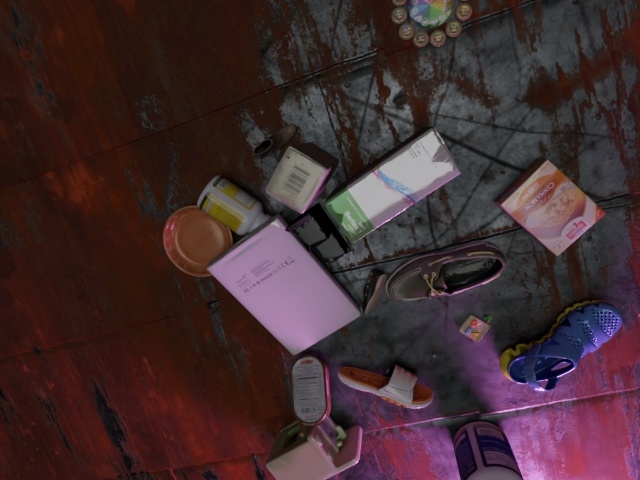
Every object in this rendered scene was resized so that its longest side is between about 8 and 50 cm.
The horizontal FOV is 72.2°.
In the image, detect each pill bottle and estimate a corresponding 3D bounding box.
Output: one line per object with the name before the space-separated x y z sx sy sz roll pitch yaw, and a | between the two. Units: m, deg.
pill bottle | 0.436 0.608 1.125 0.153 0.264 0.153 2 105 8
pill bottle | -0.214 -0.078 1.128 0.184 0.103 0.103 35 106 -6

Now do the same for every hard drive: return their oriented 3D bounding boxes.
hard drive | -0.089 0.127 1.147 0.233 0.047 0.353 -34 112 15

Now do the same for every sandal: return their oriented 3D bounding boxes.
sandal | 0.605 0.273 1.084 0.126 0.138 0.317 45 104 -2
sandal | 0.180 0.376 1.190 0.265 0.102 0.076 13 108 7

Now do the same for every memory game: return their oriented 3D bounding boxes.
memory game | 0.251 -0.534 0.993 0.186 0.012 0.186 2 104 8

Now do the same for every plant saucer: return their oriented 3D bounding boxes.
plant saucer | -0.330 -0.001 1.202 0.200 0.037 0.200 2 104 8

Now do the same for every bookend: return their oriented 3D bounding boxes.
bookend | 0.000 0.000 1.092 0.072 0.156 0.157 -33 98 14

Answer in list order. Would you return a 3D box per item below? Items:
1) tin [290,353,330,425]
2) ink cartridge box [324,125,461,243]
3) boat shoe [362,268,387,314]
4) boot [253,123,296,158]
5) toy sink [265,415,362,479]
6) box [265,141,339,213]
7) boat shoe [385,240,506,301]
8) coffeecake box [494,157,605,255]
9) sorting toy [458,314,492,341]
tin | -0.028 0.411 1.211 0.106 0.040 0.189 -8 68 7
ink cartridge box | 0.161 -0.133 1.009 0.278 0.201 0.117 -34 98 14
boat shoe | 0.137 0.137 1.168 0.042 0.049 0.133 33 120 33
boot | -0.114 -0.245 1.081 0.118 0.087 0.042 -40 94 15
toy sink | -0.017 0.577 1.244 0.234 0.153 0.131 -34 97 16
box | -0.032 -0.151 0.995 0.094 0.275 0.113 31 107 0
boat shoe | 0.307 0.087 1.101 0.305 0.091 0.109 -21 100 13
coffeecake box | 0.538 -0.079 1.037 0.185 0.068 0.142 41 105 -4
sorting toy | 0.415 0.223 1.161 0.062 0.012 0.083 32 107 0
